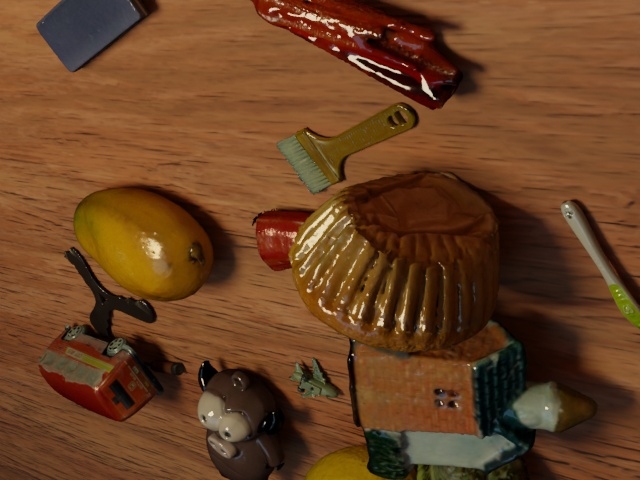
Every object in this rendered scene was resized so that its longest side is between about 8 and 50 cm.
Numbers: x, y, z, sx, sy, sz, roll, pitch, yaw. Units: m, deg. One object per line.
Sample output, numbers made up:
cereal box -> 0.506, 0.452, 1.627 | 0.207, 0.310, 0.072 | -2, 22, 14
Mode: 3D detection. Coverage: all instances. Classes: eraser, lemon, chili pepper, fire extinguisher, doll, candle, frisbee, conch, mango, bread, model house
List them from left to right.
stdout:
eraser -> -0.301, -0.287, 1.259 | 0.225, 0.036, 0.082 | -20, 110, 48
frisbee -> -0.384, 0.088, 1.693 | 0.211, 0.012, 0.187 | -14, 114, 47
mango -> -0.271, 0.003, 1.444 | 0.317, 0.119, 0.176 | 19, 139, 40
fire extinguisher -> -0.279, 0.223, 1.713 | 0.083, 0.022, 0.028 | 2, 158, 40
doll -> -0.133, 0.311, 1.594 | 0.182, 0.117, 0.257 | 28, 142, 27
chili pepper -> 0.000, 0.005, 1.249 | 0.169, 0.065, 0.088 | 4, 128, 34
candle -> 0.016, -0.226, 1.026 | 0.301, 0.059, 0.084 | 28, 129, 20
lemon -> 0.065, 0.397, 1.453 | 0.193, 0.180, 0.181 | 24, 144, 61
bread -> 0.085, 0.022, 1.058 | 0.240, 0.240, 0.139 | 29, 129, 18
conch -> 0.196, 0.332, 1.325 | 0.187, 0.124, 0.181 | 20, 133, 38
model house -> 0.189, 0.175, 1.176 | 0.291, 0.184, 0.253 | 7, 124, 19

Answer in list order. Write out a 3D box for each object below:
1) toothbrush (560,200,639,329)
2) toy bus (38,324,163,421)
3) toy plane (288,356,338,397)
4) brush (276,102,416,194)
toothbrush -> 0.333, 0.063, 1.043 | 0.022, 0.026, 0.263 | -23, 105, 49
toy bus -> -0.408, 0.238, 1.742 | 0.265, 0.120, 0.121 | 10, 138, 47
toy plane -> -0.011, 0.218, 1.470 | 0.083, 0.033, 0.080 | 29, 125, 17
brush -> 0.033, -0.117, 1.147 | 0.218, 0.010, 0.082 | -23, 108, 48
